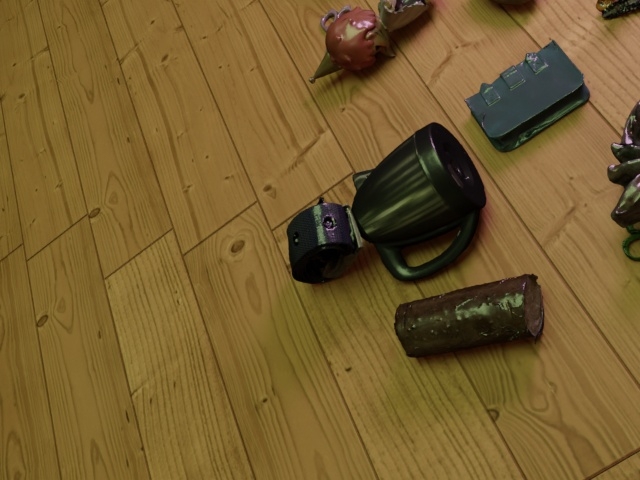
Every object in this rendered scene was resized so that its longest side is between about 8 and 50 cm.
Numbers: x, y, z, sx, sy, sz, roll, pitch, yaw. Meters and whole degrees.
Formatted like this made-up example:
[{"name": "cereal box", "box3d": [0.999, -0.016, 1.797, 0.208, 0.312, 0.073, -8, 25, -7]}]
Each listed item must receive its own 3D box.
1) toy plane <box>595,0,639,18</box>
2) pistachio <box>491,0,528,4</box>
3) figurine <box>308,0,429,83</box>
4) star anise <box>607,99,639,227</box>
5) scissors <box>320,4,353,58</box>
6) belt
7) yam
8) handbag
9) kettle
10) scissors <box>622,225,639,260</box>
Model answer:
[{"name": "toy plane", "box3d": [0.728, -0.550, 1.630, 0.316, 0.204, 0.103, 6, 28, 20]}, {"name": "pistachio", "box3d": [0.422, -0.605, 1.847, 0.124, 0.124, 0.185, -50, 47, 0]}, {"name": "figurine", "box3d": [0.125, -0.511, 1.981, 0.387, 0.166, 0.207, -42, 16, 9]}, {"name": "star anise", "box3d": [0.649, -0.136, 1.452, 0.359, 0.139, 0.316, -37, 55, -10]}, {"name": "scissors", "box3d": [0.029, -0.531, 2.132, 0.110, 0.021, 0.212, 0, 65, 36]}, {"name": "belt", "box3d": [0.000, 0.000, 1.728, 0.140, 0.230, 0.126, -6, 67, -13]}, {"name": "yam", "box3d": [0.279, 0.149, 1.526, 0.280, 0.131, 0.131, -15, 58, 26]}, {"name": "handbag", "box3d": [0.437, -0.310, 1.719, 0.229, 0.062, 0.179, -34, 48, 13]}, {"name": "kettle", "box3d": [0.192, -0.077, 1.690, 0.271, 0.251, 0.207, -31, 20, 26]}, {"name": "scissors", "box3d": [0.646, -0.012, 1.435, 0.204, 0.027, 0.101, -1, 67, 36]}]
